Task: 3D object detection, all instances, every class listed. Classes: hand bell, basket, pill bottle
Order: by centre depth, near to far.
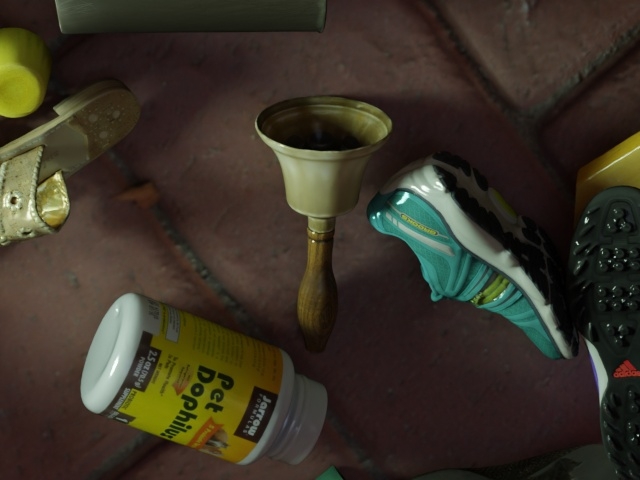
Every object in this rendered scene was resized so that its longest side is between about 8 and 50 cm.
[{"bbox_3d":[-0.118,-0.255,1.439,0.226,0.154,0.204,-8,140,-7],"label":"basket"},{"bbox_3d":[-0.106,0.137,1.572,0.215,0.117,0.117,22,99,-19],"label":"pill bottle"},{"bbox_3d":[0.000,0.000,1.581,0.126,0.126,0.242,-5,118,-13],"label":"hand bell"}]

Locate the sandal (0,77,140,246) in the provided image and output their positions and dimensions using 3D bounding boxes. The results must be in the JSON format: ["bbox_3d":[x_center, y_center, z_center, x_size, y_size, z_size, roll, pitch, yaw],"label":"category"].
[{"bbox_3d":[-0.249,-0.043,1.491,0.240,0.079,0.088,-41,138,-2],"label":"sandal"}]

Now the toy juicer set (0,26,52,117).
[{"bbox_3d":[-0.406,-0.176,1.429,0.209,0.089,0.329,-42,120,14],"label":"toy juicer set"}]

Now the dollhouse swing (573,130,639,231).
[{"bbox_3d":[0.468,-0.101,1.684,0.347,0.305,0.315,41,51,-21],"label":"dollhouse swing"}]

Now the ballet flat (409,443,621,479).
[{"bbox_3d":[0.186,0.259,1.717,0.249,0.058,0.084,-15,79,-8],"label":"ballet flat"}]

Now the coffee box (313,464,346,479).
[{"bbox_3d":[0.026,0.329,1.701,0.113,0.040,0.184,-37,111,-2],"label":"coffee box"}]

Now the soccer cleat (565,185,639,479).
[{"bbox_3d":[0.312,0.084,1.663,0.108,0.116,0.318,-5,113,20],"label":"soccer cleat"}]

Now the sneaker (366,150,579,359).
[{"bbox_3d":[0.156,0.022,1.632,0.110,0.107,0.275,-31,120,29],"label":"sneaker"}]
